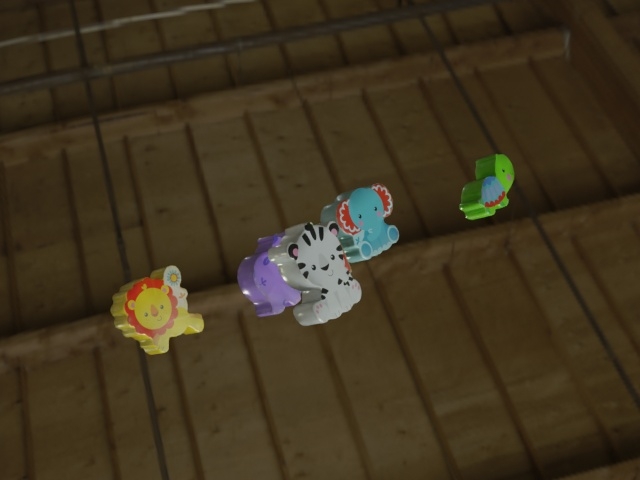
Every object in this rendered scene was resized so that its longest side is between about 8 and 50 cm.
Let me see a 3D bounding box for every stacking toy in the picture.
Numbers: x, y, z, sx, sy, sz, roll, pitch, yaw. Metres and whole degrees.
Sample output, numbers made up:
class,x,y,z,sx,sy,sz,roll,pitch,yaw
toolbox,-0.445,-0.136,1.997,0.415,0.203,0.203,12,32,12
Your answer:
class,x,y,z,sx,sy,sz,roll,pitch,yaw
stacking toy,0.000,0.000,0.657,0.167,0.052,0.221,-15,-170,47
